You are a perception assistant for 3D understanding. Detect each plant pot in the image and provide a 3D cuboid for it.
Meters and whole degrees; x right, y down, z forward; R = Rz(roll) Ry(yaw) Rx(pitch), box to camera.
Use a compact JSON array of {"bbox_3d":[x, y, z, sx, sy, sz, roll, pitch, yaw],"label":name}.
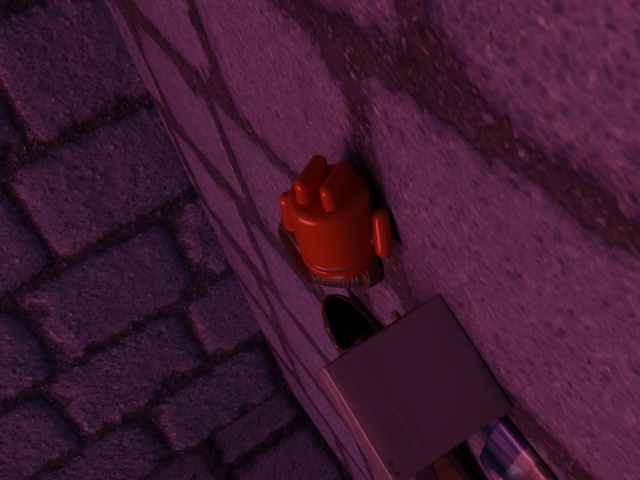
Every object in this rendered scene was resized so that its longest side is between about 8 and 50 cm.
[{"bbox_3d":[0.000,0.000,1.375,0.237,0.109,0.237,55,168,18],"label":"plant pot"}]

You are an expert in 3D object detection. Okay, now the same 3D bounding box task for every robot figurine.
[{"bbox_3d":[0.023,-0.025,1.176,0.219,0.158,0.128,76,180,-47],"label":"robot figurine"}]

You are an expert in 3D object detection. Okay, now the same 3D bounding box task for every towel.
[{"bbox_3d":[0.342,0.412,1.172,0.285,0.034,0.209,53,166,25],"label":"towel"}]

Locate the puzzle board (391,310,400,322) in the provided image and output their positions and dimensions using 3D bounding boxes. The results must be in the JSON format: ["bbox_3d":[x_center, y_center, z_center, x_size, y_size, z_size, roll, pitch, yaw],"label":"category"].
[{"bbox_3d":[0.169,0.193,1.392,0.128,0.011,0.096,52,167,33],"label":"puzzle board"}]

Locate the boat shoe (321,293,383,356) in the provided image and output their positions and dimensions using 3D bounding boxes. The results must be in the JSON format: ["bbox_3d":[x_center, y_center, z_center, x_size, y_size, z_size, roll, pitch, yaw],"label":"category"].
[{"bbox_3d":[0.087,0.218,1.544,0.305,0.109,0.091,49,168,48],"label":"boat shoe"}]

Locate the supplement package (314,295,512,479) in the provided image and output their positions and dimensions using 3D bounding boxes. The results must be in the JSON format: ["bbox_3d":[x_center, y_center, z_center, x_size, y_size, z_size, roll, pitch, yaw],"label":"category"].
[{"bbox_3d":[0.131,0.223,1.161,0.194,0.203,0.149,58,168,8],"label":"supplement package"}]

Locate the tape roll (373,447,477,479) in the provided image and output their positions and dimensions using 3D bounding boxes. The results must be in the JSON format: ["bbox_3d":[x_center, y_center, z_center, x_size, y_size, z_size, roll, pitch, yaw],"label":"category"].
[{"bbox_3d":[0.219,0.469,1.350,0.392,0.072,0.392,52,-166,-19],"label":"tape roll"}]
